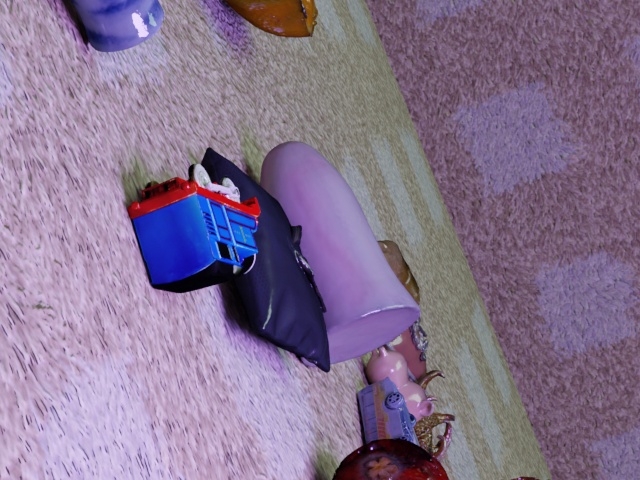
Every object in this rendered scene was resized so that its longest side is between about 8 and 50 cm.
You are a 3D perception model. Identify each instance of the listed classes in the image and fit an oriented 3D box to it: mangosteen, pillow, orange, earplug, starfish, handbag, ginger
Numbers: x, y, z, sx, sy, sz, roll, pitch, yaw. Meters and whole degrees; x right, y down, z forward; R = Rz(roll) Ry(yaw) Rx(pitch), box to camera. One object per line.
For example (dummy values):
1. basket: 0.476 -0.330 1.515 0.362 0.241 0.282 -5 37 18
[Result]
1. mangosteen: 0.084 0.337 1.698 0.166 0.166 0.180 -91 -177 -56
2. pillow: 0.140 0.155 2.383 0.171 0.075 0.179 59 15 -46
3. orange: -0.069 -0.460 2.092 0.310 0.274 0.274 -50 -131 52
4. earplug: 0.000 0.000 1.887 0.301 0.172 0.172 67 11 21
5. starfish: 0.184 0.297 2.325 0.190 0.074 0.146 -17 93 -76
6. handbag: -0.062 0.029 1.704 0.211 0.088 0.254 43 25 -59
7. ginger: 0.124 0.058 2.487 0.190 0.069 0.095 58 12 -38

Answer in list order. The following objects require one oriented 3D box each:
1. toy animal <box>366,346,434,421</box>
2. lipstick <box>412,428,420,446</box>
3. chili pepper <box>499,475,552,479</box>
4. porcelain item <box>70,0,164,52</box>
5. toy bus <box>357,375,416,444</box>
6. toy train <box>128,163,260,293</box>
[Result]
1. toy animal: 0.121 0.228 2.168 0.150 0.089 0.083 56 19 -15
2. lipstick: 0.153 0.352 2.237 0.025 0.025 0.107 -84 157 -64
3. chili pepper: 0.398 0.556 2.500 0.251 0.229 0.305 -24 94 -61
4. porcelain item: -0.242 -0.320 1.412 0.141 0.141 0.259 -94 168 -52
5. toy bus: 0.101 0.284 2.005 0.190 0.075 0.064 -97 163 -50
6. toy train: -0.126 -0.007 1.492 0.204 0.082 0.131 20 50 -72
